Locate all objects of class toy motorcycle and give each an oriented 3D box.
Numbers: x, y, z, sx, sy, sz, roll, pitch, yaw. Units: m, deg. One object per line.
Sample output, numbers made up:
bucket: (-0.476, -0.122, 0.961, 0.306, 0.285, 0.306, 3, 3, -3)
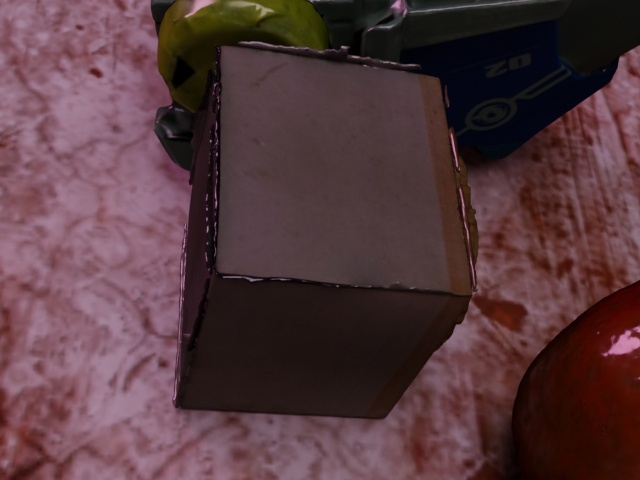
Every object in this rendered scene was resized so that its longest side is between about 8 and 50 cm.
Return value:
toy motorcycle: (0.061, -0.135, 0.584, 0.326, 0.200, 0.191, 2, 55, 1)

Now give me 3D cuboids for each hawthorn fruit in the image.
hawthorn fruit: (0.193, 0.088, 0.452, 0.169, 0.188, 0.169, 21, 35, -15)

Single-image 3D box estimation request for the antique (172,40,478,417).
antique: (0.000, 0.000, 0.489, 0.147, 0.152, 0.147, 7, 55, -12)
